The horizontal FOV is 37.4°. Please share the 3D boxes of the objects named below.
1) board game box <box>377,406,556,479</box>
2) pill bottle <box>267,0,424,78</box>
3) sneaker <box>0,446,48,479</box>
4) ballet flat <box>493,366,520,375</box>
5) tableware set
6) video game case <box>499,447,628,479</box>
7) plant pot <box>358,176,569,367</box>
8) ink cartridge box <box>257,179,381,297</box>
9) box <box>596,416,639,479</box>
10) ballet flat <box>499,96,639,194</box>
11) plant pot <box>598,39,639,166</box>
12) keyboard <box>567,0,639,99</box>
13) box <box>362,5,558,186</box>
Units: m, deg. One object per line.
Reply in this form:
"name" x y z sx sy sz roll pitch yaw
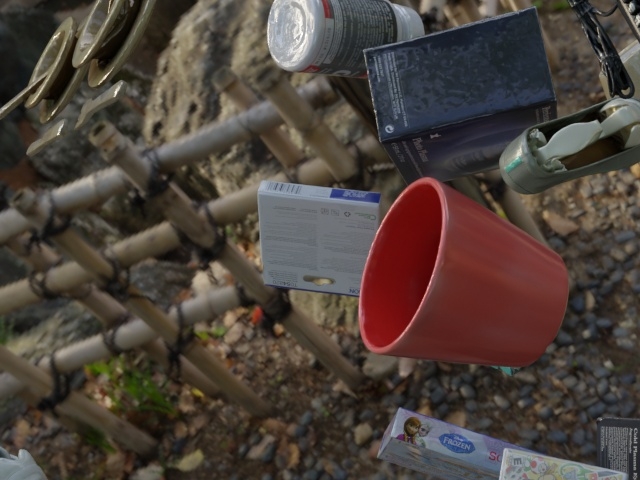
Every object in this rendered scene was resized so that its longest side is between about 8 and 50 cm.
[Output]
"board game box" 0.286 0.444 1.931 0.318 0.318 0.066 18 70 4
"pill bottle" 0.054 -0.394 1.813 0.161 0.283 0.161 4 95 51
"sneaker" -0.356 0.284 1.032 0.262 0.121 0.099 -24 -3 44
"ballet flat" 0.402 0.267 2.081 0.041 0.041 0.114 -47 28 -9
"tableware set" -0.169 -0.136 0.654 0.194 0.039 0.128 -13 55 55
"video game case" 0.385 0.474 1.556 0.206 0.026 0.227 6 80 29
"plant pot" 0.222 0.071 1.445 0.275 0.243 0.275 -55 25 41
"ink cartridge box" 0.000 0.000 1.721 0.223 0.224 0.045 7 40 8
"box" 0.701 0.400 1.618 0.312 0.343 0.179 139 135 -74
"ballet flat" 0.274 -0.102 0.931 0.213 0.068 0.072 -22 75 -21
"plant pot" 0.698 -0.271 1.899 0.256 0.274 0.256 -42 5 4
"keyboard" 0.261 -0.222 0.810 0.033 0.201 0.317 -15 68 -15
"box" 0.257 -0.236 1.655 0.294 0.296 0.183 -13 74 13
